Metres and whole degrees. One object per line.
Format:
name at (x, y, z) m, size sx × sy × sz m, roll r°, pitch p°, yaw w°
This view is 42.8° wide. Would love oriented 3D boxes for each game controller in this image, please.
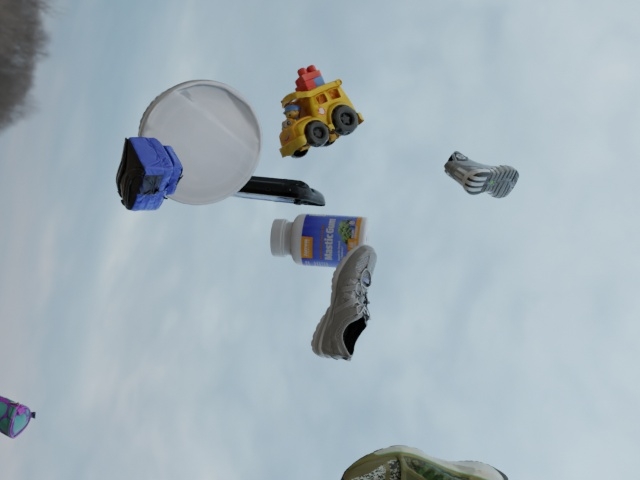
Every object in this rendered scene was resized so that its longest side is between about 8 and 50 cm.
game controller at (-0.147, -0.122, 2.094) m, size 0.319 × 0.166 × 0.067 m, roll 8°, pitch -101°, yaw 28°

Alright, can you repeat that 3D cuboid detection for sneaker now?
sneaker at (0.371, -0.168, 1.934) m, size 0.132 × 0.229 × 0.086 m, roll 40°, pitch -67°, yaw 32°
sneaker at (0.249, 0.595, 1.883) m, size 0.182 × 0.411 × 0.158 m, roll -92°, pitch -169°, yaw -60°
sneaker at (0.083, 0.148, 1.877) m, size 0.115 × 0.105 × 0.281 m, roll 15°, pitch -95°, yaw 42°

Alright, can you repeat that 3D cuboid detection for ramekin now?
ramekin at (-0.272, -0.220, 1.782) m, size 0.127 × 0.273 × 0.272 m, roll 34°, pitch -68°, yaw 61°

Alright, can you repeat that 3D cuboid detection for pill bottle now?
pill bottle at (0.000, 0.000, 2.334) m, size 0.152 × 0.272 × 0.152 m, roll 3°, pitch 90°, yaw -81°

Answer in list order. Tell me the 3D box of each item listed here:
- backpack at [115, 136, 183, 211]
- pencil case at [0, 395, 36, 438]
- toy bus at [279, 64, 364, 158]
backpack at (-0.306, -0.109, 1.453) m, size 0.120 × 0.101 × 0.098 m, roll -60°, pitch -137°, yaw 35°
pencil case at (-0.626, 0.319, 1.569) m, size 0.152 × 0.064 × 0.070 m, roll 21°, pitch -80°, yaw 22°
toy bus at (-0.028, -0.341, 2.128) m, size 0.149 × 0.220 × 0.211 m, roll -17°, pitch -80°, yaw 60°
